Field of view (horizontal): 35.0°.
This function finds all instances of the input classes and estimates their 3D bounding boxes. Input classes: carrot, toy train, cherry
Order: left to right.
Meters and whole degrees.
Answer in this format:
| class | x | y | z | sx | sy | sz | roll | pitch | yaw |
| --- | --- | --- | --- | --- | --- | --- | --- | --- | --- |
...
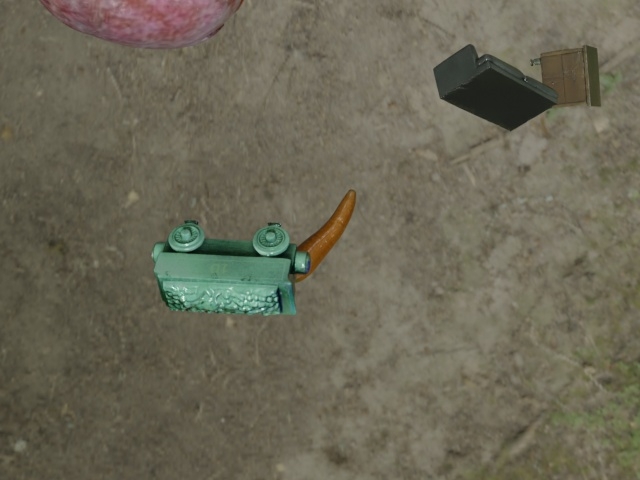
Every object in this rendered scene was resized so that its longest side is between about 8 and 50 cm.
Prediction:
| class | x | y | z | sx | sy | sz | roll | pitch | yaw |
| --- | --- | --- | --- | --- | --- | --- | --- | --- | --- |
| cherry | -0.186 | -0.279 | 0.999 | 0.250 | 0.192 | 0.175 | -7 | 150 | -30 |
| toy train | -0.098 | 0.033 | 1.072 | 0.172 | 0.099 | 0.070 | 2 | 138 | 8 |
| carrot | 0.000 | 0.000 | 1.190 | 0.035 | 0.035 | 0.142 | 43 | 84 | -28 |

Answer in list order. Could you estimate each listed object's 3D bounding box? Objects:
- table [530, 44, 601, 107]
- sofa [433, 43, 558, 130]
| class | x | y | z | sx | sy | sz | roll | pitch | yaw |
| --- | --- | --- | --- | --- | --- | --- | --- | --- | --- |
| table | 0.345 | -0.226 | 1.432 | 0.082 | 0.070 | 0.083 | -4 | 95 | 28 |
| sofa | 0.220 | -0.198 | 1.263 | 0.147 | 0.060 | 0.085 | 17 | 147 | -39 |
